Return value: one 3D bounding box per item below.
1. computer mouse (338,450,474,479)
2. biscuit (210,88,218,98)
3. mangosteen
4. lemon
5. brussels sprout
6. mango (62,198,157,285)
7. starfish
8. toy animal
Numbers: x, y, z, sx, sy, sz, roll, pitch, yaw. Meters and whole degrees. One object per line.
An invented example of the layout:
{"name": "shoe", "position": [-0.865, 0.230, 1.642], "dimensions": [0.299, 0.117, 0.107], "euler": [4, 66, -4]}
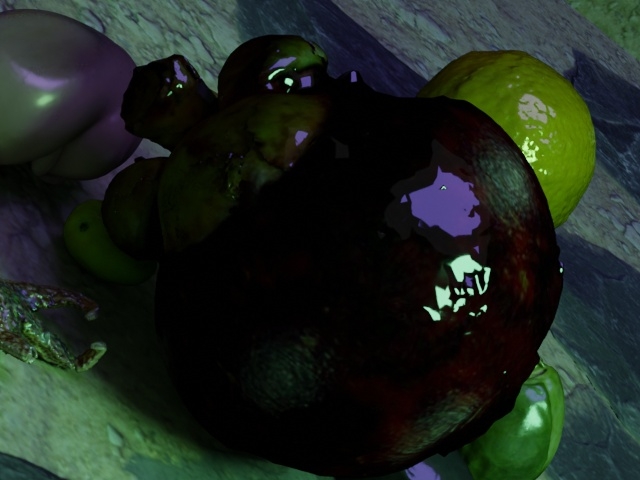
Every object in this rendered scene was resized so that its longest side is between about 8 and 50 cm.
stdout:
{"name": "computer mouse", "position": [0.082, 0.217, 1.900], "dimensions": [0.270, 0.086, 0.137], "euler": [53, 23, 19]}
{"name": "biscuit", "position": [-0.056, -0.066, 2.193], "dimensions": [0.295, 0.044, 0.186], "euler": [45, 20, -3]}
{"name": "mangosteen", "position": [0.002, 0.022, 1.747], "dimensions": [0.421, 0.381, 0.381], "euler": [25, 16, 20]}
{"name": "lemon", "position": [0.231, -0.118, 2.506], "dimensions": [0.253, 0.253, 0.310], "euler": [50, 18, 11]}
{"name": "brussels sprout", "position": [0.174, 0.188, 2.042], "dimensions": [0.131, 0.145, 0.183], "euler": [-5, 6, -33]}
{"name": "mango", "position": [-0.192, 0.006, 1.813], "dimensions": [0.108, 0.056, 0.073], "euler": [25, 35, -46]}
{"name": "starfish", "position": [-0.275, 0.056, 1.621], "dimensions": [0.209, 0.053, 0.150], "euler": [12, 27, -47]}
{"name": "toy animal", "position": [-0.252, -0.132, 1.815], "dimensions": [0.166, 0.154, 0.250], "euler": [41, 16, 23]}
